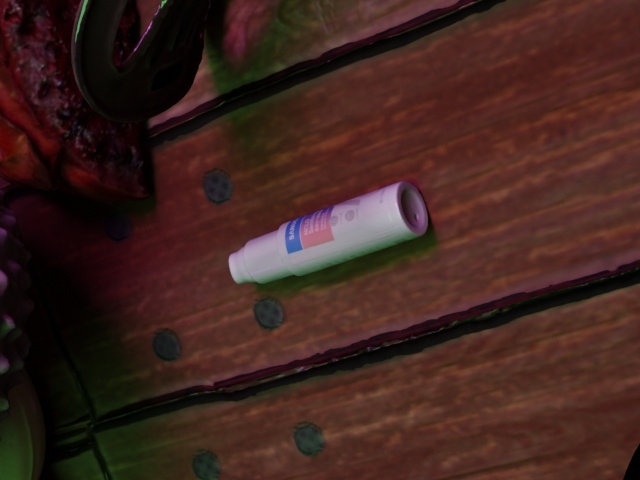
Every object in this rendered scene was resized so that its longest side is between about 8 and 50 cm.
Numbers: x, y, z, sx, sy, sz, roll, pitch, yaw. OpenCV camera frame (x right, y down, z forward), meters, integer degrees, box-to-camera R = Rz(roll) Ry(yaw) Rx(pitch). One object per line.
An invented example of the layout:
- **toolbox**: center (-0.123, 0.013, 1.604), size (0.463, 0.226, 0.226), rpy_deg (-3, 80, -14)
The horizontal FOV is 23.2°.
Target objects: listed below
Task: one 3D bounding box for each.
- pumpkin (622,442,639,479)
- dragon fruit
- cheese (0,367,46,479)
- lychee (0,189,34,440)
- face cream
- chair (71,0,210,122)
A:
- **pumpkin**: center (0.274, 0.160, 0.698), size (0.315, 0.238, 0.315), rpy_deg (25, 128, 35)
- **dragon fruit**: center (-0.234, -0.157, 0.922), size (0.205, 0.152, 0.317), rpy_deg (1, 106, 29)
- **cheese**: center (-0.224, 0.144, 1.053), size (0.248, 0.071, 0.163), rpy_deg (32, 118, 17)
- **lychee**: center (-0.306, 0.055, 0.882), size (0.300, 0.300, 0.300), rpy_deg (9, 109, 26)
- **face cream**: center (0.000, 0.000, 0.910), size (0.130, 0.034, 0.034), rpy_deg (-20, 95, 32)
- **chair**: center (-0.084, -0.247, 0.802), size (0.183, 0.175, 0.326), rpy_deg (34, 112, 5)
